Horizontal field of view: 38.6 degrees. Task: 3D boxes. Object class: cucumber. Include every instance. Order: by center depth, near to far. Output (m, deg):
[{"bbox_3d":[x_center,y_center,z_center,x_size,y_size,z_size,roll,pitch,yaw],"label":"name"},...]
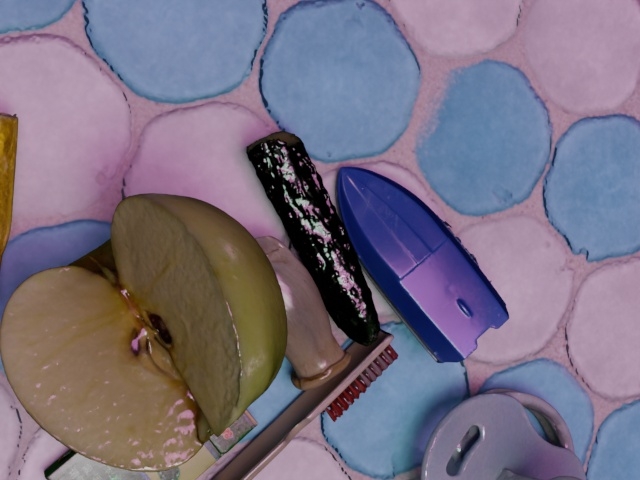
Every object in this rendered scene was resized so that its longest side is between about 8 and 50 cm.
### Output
[{"bbox_3d":[0.000,0.000,1.176,0.072,0.081,0.303,-24,105,7],"label":"cucumber"}]

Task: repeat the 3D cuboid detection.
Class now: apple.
[{"bbox_3d":[-0.175,0.100,1.013,0.295,0.233,0.257,-39,86,11],"label":"apple"}]

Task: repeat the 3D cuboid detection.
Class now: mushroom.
[{"bbox_3d":[-0.052,0.079,1.150,0.108,0.096,0.247,-45,108,-20],"label":"mushroom"}]

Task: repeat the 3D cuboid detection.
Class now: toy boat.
[{"bbox_3d":[0.119,0.018,1.225,0.129,0.088,0.295,-40,95,-14],"label":"toy boat"}]

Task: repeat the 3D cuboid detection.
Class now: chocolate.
[{"bbox_3d":[-0.380,-0.036,1.027,0.086,0.086,0.219,-1,95,-21],"label":"chocolate"}]

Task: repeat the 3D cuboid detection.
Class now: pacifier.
[{"bbox_3d":[0.287,0.333,1.221,0.299,0.233,0.244,43,75,-19],"label":"pacifier"}]

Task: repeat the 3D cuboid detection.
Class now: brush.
[{"bbox_3d":[-0.022,0.236,1.190,0.321,0.060,0.050,-42,117,-14],"label":"brush"}]

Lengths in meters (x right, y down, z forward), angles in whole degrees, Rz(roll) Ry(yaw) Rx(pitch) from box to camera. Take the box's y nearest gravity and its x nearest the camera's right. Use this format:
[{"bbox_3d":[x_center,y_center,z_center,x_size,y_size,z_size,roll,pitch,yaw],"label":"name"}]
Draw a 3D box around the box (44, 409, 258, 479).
[{"bbox_3d":[-0.206,0.255,1.131,0.235,0.034,0.132,-39,105,-15],"label":"box"}]
